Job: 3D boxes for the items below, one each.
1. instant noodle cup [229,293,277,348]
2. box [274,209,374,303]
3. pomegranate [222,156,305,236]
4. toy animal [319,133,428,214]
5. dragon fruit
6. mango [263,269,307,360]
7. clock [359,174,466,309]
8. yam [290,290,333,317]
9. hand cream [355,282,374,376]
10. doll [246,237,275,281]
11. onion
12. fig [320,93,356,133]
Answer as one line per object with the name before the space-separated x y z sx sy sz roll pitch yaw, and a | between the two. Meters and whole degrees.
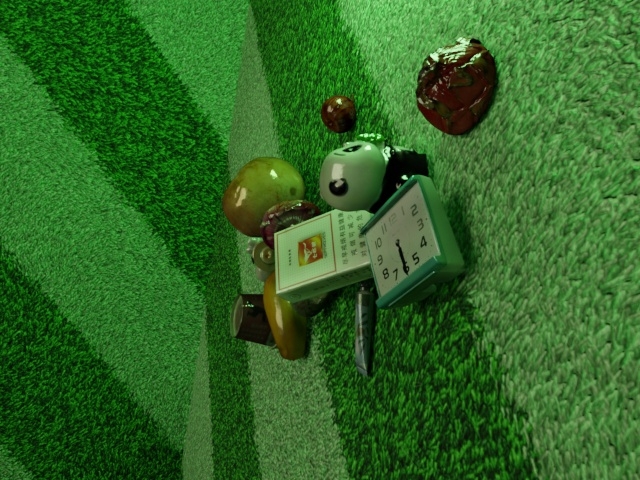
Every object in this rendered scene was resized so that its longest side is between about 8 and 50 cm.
instant noodle cup | -0.260 0.315 2.279 0.234 0.178 0.235 -169 90 -68
box | 0.023 0.031 1.613 0.330 0.095 0.210 -20 57 25
pomegranate | -0.206 -0.151 2.185 0.338 0.337 0.339 -171 90 -67
toy animal | 0.131 -0.166 1.426 0.212 0.266 0.213 -167 90 -71
dragon fruit | 0.279 -0.363 1.283 0.218 0.148 0.224 178 100 -68
mango | -0.124 0.262 2.028 0.187 0.143 0.360 102 157 -54
clock | 0.215 0.013 1.310 0.262 0.116 0.231 -48 47 51
yam | -0.011 0.126 1.809 0.255 0.153 0.154 119 150 -47
hand cream | 0.124 0.248 1.569 0.088 0.055 0.256 178 93 -71
doll | -0.256 0.050 2.413 0.272 0.143 0.208 -115 30 -46
onion | -0.108 -0.063 1.995 0.230 0.229 0.163 -67 32 30
fig | 0.069 -0.423 1.870 0.128 0.150 0.129 12 109 36
